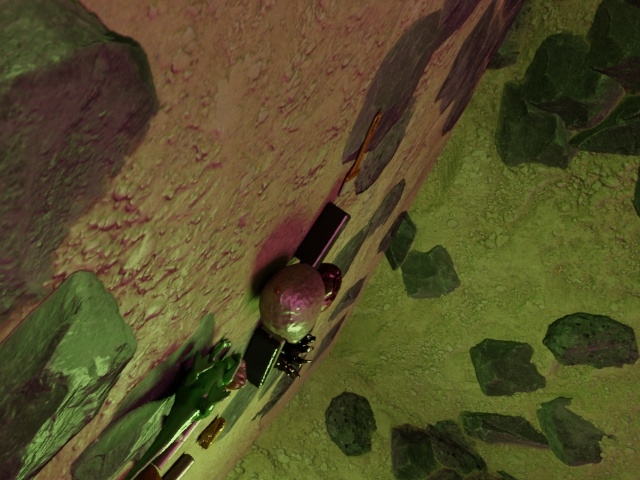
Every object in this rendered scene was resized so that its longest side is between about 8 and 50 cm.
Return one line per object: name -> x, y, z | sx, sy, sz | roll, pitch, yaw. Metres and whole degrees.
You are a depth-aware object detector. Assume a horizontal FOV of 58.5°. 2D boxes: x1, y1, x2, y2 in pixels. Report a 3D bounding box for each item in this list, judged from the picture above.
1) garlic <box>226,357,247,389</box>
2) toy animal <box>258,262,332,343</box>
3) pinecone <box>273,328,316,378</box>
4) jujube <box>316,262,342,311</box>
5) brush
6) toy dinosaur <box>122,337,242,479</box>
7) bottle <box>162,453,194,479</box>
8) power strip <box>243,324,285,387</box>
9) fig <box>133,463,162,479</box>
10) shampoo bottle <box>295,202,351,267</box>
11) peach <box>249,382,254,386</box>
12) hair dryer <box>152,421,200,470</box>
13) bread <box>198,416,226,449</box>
garlic -> -0.288, 0.443, 1.907 | 0.113, 0.094, 0.074 | -61, -152, -1
toy animal -> -0.085, 0.177, 1.737 | 0.227, 0.188, 0.358 | -62, 168, -15
pinecone -> -0.113, 0.396, 2.156 | 0.201, 0.202, 0.229 | -56, 156, -23
jujube -> -0.007, 0.174, 2.133 | 0.230, 0.155, 0.155 | -54, 171, -50
brush -> 0.129, -0.270, 1.800 | 0.090, 0.017, 0.314 | -41, 160, -50
toy dinosaur -> -0.389, 0.475, 1.595 | 0.500, 0.144, 0.374 | -47, 177, -23
bottle -> -0.527, 0.854, 2.107 | 0.140, 0.053, 0.053 | -44, 163, -41
power strip -> -0.211, 0.415, 2.054 | 0.070, 0.105, 0.257 | -42, 161, -50
fig -> -0.509, 0.719, 1.688 | 0.153, 0.119, 0.119 | -60, 167, 10
shampoo bottle -> 0.000, 0.000, 1.850 | 0.246, 0.079, 0.080 | -57, 166, 4
peach -> -0.254, 0.552, 2.308 | 0.083, 0.083, 0.083 | -52, 167, -17
hair dryer -> -0.453, 0.592, 1.718 | 0.195, 0.053, 0.220 | -51, 166, -18
bread -> -0.425, 0.757, 2.248 | 0.132, 0.053, 0.074 | -44, 167, -43
